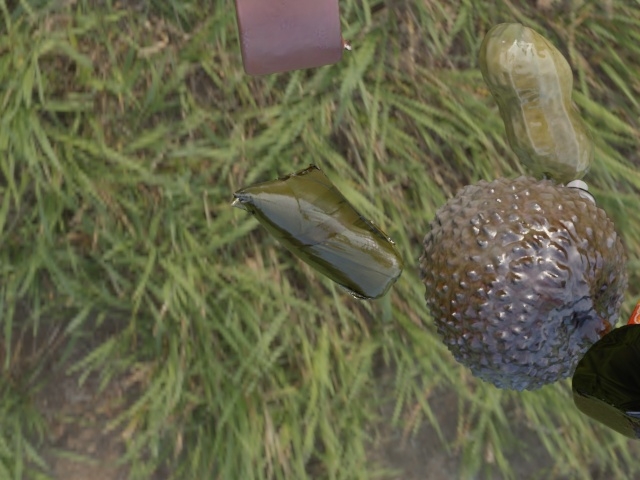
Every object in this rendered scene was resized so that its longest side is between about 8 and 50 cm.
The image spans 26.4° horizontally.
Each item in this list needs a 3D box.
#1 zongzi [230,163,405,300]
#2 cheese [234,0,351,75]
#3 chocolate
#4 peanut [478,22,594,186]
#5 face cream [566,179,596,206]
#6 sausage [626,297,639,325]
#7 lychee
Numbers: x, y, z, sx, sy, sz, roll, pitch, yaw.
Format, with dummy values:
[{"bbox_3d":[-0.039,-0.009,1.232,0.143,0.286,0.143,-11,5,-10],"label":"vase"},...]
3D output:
[{"bbox_3d":[0.000,0.000,2.172,0.260,0.289,0.123,45,106,7],"label":"zongzi"},{"bbox_3d":[-0.037,-0.312,1.482,0.128,0.202,0.177,-6,158,-3],"label":"cheese"},{"bbox_3d":[0.356,0.180,1.572,0.125,0.148,0.080,-18,131,0],"label":"chocolate"},{"bbox_3d":[0.335,-0.208,2.101,0.130,0.130,0.290,-22,114,4],"label":"peanut"},{"bbox_3d":[0.373,0.002,2.058,0.075,0.229,0.075,11,142,8],"label":"face cream"},{"bbox_3d":[0.407,0.118,1.752,0.034,0.034,0.129,47,63,-30],"label":"sausage"},{"bbox_3d":[0.265,0.058,1.818,0.300,0.300,0.300,-5,122,-7],"label":"lychee"}]
